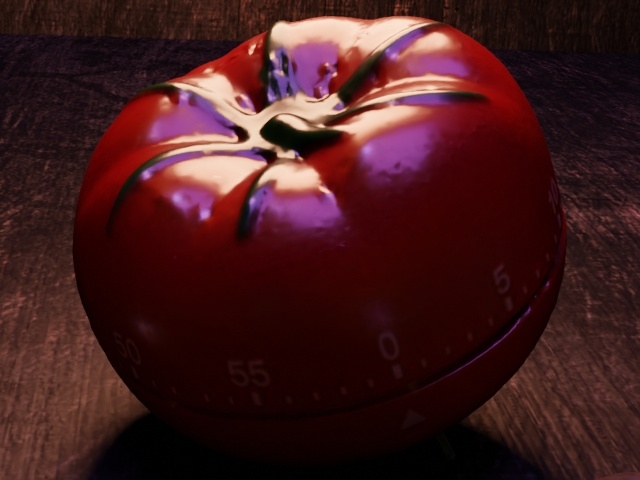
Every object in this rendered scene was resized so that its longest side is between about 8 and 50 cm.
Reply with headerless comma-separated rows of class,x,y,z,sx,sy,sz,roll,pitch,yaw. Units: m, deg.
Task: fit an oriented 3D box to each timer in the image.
timer,0.000,0.000,1.130,0.378,0.279,0.378,-10,37,8

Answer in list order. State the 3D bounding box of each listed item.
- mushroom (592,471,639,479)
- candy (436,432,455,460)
mushroom,0.227,0.195,0.799,0.226,0.178,0.226,12,16,-4
candy,0.082,0.125,1.205,0.060,0.060,0.201,-1,25,-11
